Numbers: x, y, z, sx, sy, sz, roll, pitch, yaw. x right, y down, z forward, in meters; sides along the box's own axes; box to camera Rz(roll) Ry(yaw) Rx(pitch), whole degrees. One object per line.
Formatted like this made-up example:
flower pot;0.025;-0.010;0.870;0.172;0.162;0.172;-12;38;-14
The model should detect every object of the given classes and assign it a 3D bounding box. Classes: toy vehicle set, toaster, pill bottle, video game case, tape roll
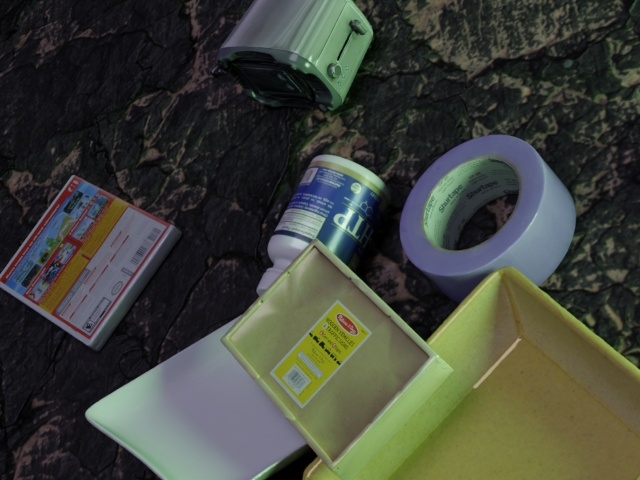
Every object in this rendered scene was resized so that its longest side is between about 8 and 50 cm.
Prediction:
toy vehicle set;0.011;0.126;1.688;0.166;0.035;0.267;-46;43;1
toaster;-0.036;-0.269;2.097;0.227;0.129;0.146;9;62;46
pill bottle;0.000;0.000;1.865;0.112;0.112;0.187;10;67;44
video game case;-0.338;0.027;2.197;0.285;0.025;0.204;25;77;47
tape roll;0.190;-0.022;1.746;0.189;0.080;0.189;-22;47;25

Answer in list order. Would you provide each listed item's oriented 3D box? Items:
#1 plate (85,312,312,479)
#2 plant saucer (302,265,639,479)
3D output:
plate;-0.094;0.198;1.773;0.277;0.045;0.278;-31;35;-25
plant saucer;0.182;0.232;1.550;0.333;0.081;0.333;-47;39;1
